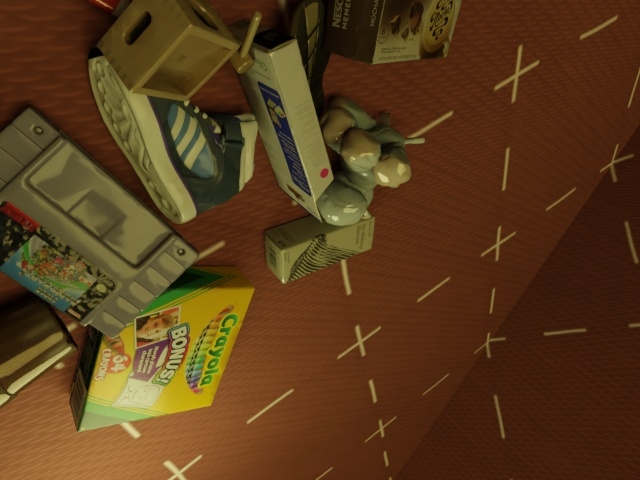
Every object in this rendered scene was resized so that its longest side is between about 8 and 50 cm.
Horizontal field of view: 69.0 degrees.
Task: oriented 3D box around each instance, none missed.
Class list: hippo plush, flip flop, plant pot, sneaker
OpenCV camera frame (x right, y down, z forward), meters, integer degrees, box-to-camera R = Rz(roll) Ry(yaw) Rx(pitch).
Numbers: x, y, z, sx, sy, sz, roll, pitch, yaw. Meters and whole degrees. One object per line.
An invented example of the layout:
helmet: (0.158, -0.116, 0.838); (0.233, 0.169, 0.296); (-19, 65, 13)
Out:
hippo plush: (0.065, -0.169, 1.064); (0.236, 0.234, 0.294); (-53, -176, 32)
flip flop: (-0.040, -0.330, 0.911); (0.112, 0.080, 0.277); (-43, 156, -28)
plant pot: (-0.547, 0.192, 0.834); (0.165, 0.167, 0.166); (-35, 137, -26)
sneaker: (-0.230, -0.213, 0.829); (0.236, 0.130, 0.322); (-42, 128, -33)

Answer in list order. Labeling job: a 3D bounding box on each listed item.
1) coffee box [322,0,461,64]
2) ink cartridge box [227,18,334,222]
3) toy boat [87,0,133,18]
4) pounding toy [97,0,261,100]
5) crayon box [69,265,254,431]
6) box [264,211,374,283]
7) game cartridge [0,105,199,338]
coffee box: (0.149, -0.442, 0.893); (0.297, 0.119, 0.168); (-26, 136, -45)
ink cartridge box: (-0.066, -0.217, 0.896); (0.069, 0.176, 0.370); (-33, 136, -17)
toy boat: (-0.266, -0.381, 0.626); (0.231, 0.151, 0.151); (19, 108, -46)
pounding toy: (-0.177, -0.299, 0.677); (0.181, 0.094, 0.206); (-36, 178, 22)
crayon box: (-0.354, 0.233, 1.050); (0.313, 0.106, 0.362); (5, 116, -41)
box: (0.000, 0.000, 1.176); (0.275, 0.094, 0.113); (-21, 132, -26)
game cartridge: (-0.410, -0.010, 0.776); (0.230, 0.068, 0.355); (-47, 119, -7)
